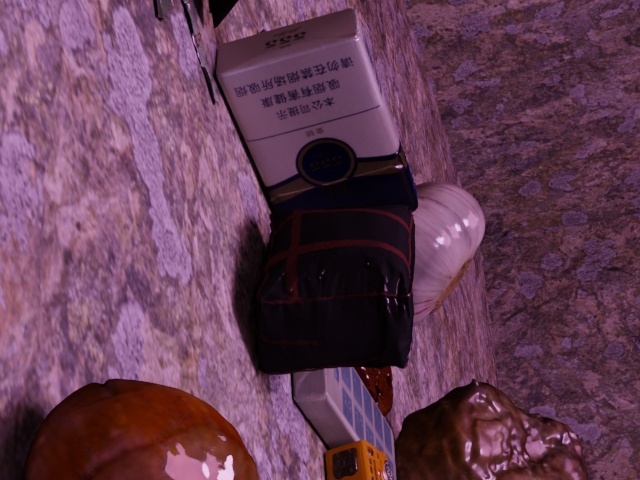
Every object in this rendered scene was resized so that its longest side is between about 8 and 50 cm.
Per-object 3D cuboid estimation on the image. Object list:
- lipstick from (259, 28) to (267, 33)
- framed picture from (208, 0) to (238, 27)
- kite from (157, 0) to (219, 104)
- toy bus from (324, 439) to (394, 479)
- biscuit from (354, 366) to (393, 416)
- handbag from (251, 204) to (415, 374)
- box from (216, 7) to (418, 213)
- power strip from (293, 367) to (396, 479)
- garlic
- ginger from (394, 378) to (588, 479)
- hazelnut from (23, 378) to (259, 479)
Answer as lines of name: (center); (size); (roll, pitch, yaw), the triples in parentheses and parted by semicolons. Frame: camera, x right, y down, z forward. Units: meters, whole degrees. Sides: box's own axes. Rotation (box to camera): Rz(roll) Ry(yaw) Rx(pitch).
lipstick: (-0.063, -0.225, 1.615); (0.025, 0.025, 0.107); (58, 17, -59)
framed picture: (-0.036, -0.418, 1.332); (0.014, 0.338, 0.255); (15, 51, -31)
kite: (-0.141, -0.258, 1.317); (0.229, 0.012, 0.250); (-74, 151, -65)
toy bus: (0.048, 0.315, 1.463); (0.074, 0.069, 0.162); (50, 26, -48)
biscuit: (0.056, 0.150, 1.730); (0.192, 0.049, 0.192); (-11, 90, -79)
handbag: (0.015, 0.049, 1.348); (0.215, 0.169, 0.155); (-82, 173, -63)
box: (0.000, -0.124, 1.459); (0.071, 0.168, 0.259); (-91, 163, -51)
power strip: (0.032, 0.212, 1.556); (0.367, 0.043, 0.106); (61, 21, -55)
garlic: (0.117, -0.013, 1.949); (0.253, 0.245, 0.245); (43, 2, 17)
ginger: (0.230, 0.349, 1.875); (0.269, 0.223, 0.200); (33, 38, -14)
hazelnut: (-0.112, 0.157, 0.755); (0.150, 0.150, 0.150); (-12, 90, -79)
